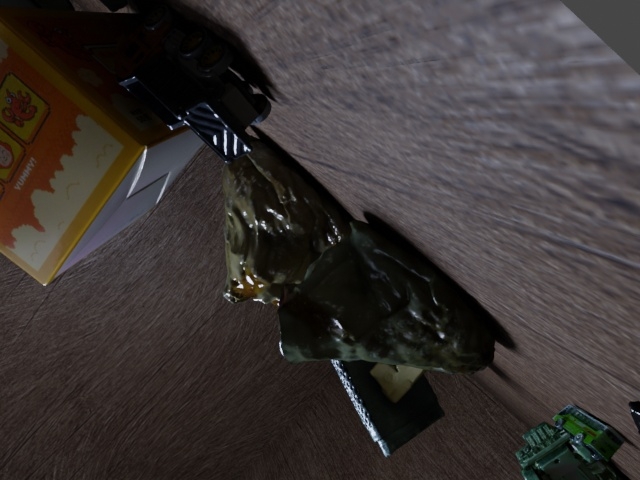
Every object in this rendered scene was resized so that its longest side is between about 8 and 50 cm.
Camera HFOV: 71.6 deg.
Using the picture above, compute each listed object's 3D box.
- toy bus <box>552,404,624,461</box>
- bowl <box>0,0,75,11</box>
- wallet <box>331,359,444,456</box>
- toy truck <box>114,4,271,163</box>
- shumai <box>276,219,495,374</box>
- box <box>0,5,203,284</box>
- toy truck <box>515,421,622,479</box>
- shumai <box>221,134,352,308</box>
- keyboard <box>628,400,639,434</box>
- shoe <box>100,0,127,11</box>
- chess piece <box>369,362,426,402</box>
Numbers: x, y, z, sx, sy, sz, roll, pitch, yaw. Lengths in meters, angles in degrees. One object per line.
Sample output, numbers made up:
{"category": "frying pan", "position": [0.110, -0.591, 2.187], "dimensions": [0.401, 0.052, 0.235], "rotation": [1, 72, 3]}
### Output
{"category": "toy bus", "position": [0.305, 0.220, 0.512], "dimensions": [0.031, 0.037, 0.083], "rotation": [42, 180, 2]}
{"category": "bowl", "position": [-0.496, -0.375, 0.547], "dimensions": [0.353, 0.185, 0.354], "rotation": [59, 178, 3]}
{"category": "wallet", "position": [0.120, 0.282, 1.009], "dimensions": [0.237, 0.075, 0.342], "rotation": [-5, -123, -48]}
{"category": "toy truck", "position": [-0.133, -0.155, 0.444], "dimensions": [0.192, 0.092, 0.083], "rotation": [43, 180, 35]}
{"category": "shumai", "position": [0.081, 0.120, 0.596], "dimensions": [0.272, 0.203, 0.222], "rotation": [39, 179, 6]}
{"category": "box", "position": [-0.312, -0.144, 0.607], "dimensions": [0.214, 0.259, 0.283], "rotation": [41, -155, -11]}
{"category": "toy truck", "position": [0.446, 0.413, 0.788], "dimensions": [0.259, 0.128, 0.135], "rotation": [43, -168, -20]}
{"category": "shumai", "position": [-0.104, -0.007, 0.807], "dimensions": [0.314, 0.262, 0.267], "rotation": [46, 177, -23]}
{"category": "keyboard", "position": [0.301, 0.196, 0.339], "dimensions": [0.250, 0.017, 0.087], "rotation": [43, 177, -33]}
{"category": "shoe", "position": [-0.316, -0.337, 0.536], "dimensions": [0.079, 0.078, 0.195], "rotation": [44, -177, 11]}
{"category": "chess piece", "position": [0.194, 0.240, 0.922], "dimensions": [0.090, 0.200, 0.090], "rotation": [44, 178, 2]}
